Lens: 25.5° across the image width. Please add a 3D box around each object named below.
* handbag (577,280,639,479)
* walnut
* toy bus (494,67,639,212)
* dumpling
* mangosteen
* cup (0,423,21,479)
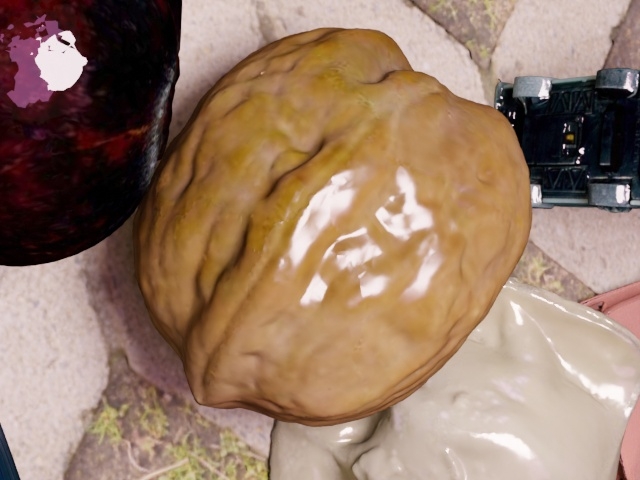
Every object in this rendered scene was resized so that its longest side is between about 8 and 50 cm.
[{"bbox_3d":[0.350,0.148,1.462,0.157,0.059,0.212,-19,102,-21],"label":"handbag"},{"bbox_3d":[0.001,0.000,1.189,0.306,0.306,0.344,40,75,-21],"label":"walnut"},{"bbox_3d":[0.294,-0.089,1.333,0.165,0.271,0.133,4,90,-28],"label":"toy bus"},{"bbox_3d":[0.107,0.203,1.324,0.315,0.233,0.395,32,92,9],"label":"dumpling"},{"bbox_3d":[-0.249,-0.135,1.075,0.300,0.300,0.300,-1,92,-25],"label":"mangosteen"},{"bbox_3d":[-0.312,0.213,1.161,0.113,0.150,0.138,-35,111,-56],"label":"cup"}]
